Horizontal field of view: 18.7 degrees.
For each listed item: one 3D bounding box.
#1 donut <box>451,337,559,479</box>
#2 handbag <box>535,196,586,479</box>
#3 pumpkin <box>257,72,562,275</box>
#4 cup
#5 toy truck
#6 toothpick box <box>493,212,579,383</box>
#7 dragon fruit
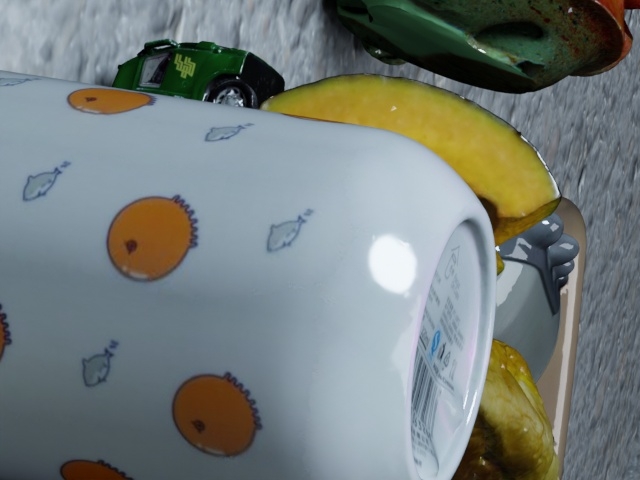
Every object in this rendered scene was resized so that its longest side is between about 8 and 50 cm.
[{"bbox_3d":[0.016,0.146,1.369,0.330,0.330,0.160,68,13,-55],"label":"donut"},{"bbox_3d":[0.143,0.102,1.851,0.283,0.149,0.302,167,-72,-77],"label":"handbag"},{"bbox_3d":[0.000,0.000,1.164,0.254,0.149,0.130,-32,168,-7],"label":"pumpkin"},{"bbox_3d":[-0.083,0.032,0.982,0.212,0.317,0.212,9,90,-70],"label":"cup"},{"bbox_3d":[-0.102,0.006,1.212,0.088,0.121,0.259,34,67,-68],"label":"toy truck"},{"bbox_3d":[0.092,0.022,1.547,0.316,0.229,0.229,61,41,-71],"label":"toothpick box"},{"bbox_3d":[0.124,-0.209,1.587,0.130,0.295,0.268,-66,-171,-11],"label":"dragon fruit"}]
